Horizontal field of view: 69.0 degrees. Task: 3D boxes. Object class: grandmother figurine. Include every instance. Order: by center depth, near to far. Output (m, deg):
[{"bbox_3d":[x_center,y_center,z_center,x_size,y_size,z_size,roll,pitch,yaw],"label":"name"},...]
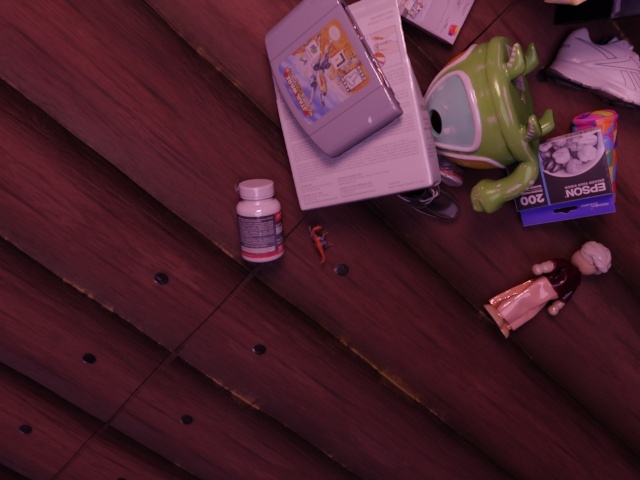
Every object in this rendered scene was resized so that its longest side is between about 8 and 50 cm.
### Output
[{"bbox_3d":[0.602,0.117,1.227,0.342,0.104,0.208,-35,137,8],"label":"grandmother figurine"}]

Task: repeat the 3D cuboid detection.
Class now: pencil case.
[{"bbox_3d":[0.641,-0.185,1.101,0.104,0.104,0.236,-10,112,1],"label":"pencil case"}]

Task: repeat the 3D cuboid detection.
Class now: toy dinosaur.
[{"bbox_3d":[0.000,0.000,1.155,0.047,0.090,0.082,-16,157,14],"label":"toy dinosaur"}]

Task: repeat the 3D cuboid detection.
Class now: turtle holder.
[{"bbox_3d":[0.355,-0.248,0.988,0.227,0.243,0.320,-12,123,36],"label":"turtle holder"}]

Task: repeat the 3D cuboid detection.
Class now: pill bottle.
[{"bbox_3d":[-0.144,-0.049,1.107,0.108,0.108,0.180,-3,113,-2],"label":"pill bottle"}]

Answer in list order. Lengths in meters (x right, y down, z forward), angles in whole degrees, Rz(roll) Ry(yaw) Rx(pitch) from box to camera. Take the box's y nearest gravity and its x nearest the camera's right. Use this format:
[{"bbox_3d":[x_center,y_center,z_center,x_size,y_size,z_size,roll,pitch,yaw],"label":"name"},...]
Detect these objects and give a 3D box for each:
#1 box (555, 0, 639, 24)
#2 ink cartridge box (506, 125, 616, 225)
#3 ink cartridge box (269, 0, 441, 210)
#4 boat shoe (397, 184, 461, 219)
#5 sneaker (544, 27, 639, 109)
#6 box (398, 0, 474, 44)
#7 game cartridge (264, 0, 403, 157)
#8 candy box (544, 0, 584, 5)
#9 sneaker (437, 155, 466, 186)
[{"bbox_3d":[0.695,-0.591,0.876,0.396,0.212,0.293,-6,112,0],"label":"box"},{"bbox_3d":[0.555,-0.136,1.084,0.206,0.045,0.208,-11,109,33],"label":"ink cartridge box"},{"bbox_3d":[0.065,-0.276,0.994,0.308,0.091,0.385,-8,97,28],"label":"ink cartridge box"},{"bbox_3d":[0.243,-0.111,1.120,0.233,0.079,0.084,29,106,-15],"label":"boat shoe"},{"bbox_3d":[0.655,-0.370,1.024,0.297,0.111,0.129,17,105,-11],"label":"sneaker"},{"bbox_3d":[0.228,-0.511,0.951,0.186,0.038,0.145,15,112,-25],"label":"box"},{"bbox_3d":[0.013,-0.328,0.928,0.198,0.062,0.297,-29,87,25],"label":"game cartridge"},{"bbox_3d":[0.413,-0.543,0.677,0.183,0.087,0.316,-27,125,-1],"label":"candy box"},{"bbox_3d":[0.279,-0.190,1.111,0.158,0.061,0.065,29,81,-15],"label":"sneaker"}]
